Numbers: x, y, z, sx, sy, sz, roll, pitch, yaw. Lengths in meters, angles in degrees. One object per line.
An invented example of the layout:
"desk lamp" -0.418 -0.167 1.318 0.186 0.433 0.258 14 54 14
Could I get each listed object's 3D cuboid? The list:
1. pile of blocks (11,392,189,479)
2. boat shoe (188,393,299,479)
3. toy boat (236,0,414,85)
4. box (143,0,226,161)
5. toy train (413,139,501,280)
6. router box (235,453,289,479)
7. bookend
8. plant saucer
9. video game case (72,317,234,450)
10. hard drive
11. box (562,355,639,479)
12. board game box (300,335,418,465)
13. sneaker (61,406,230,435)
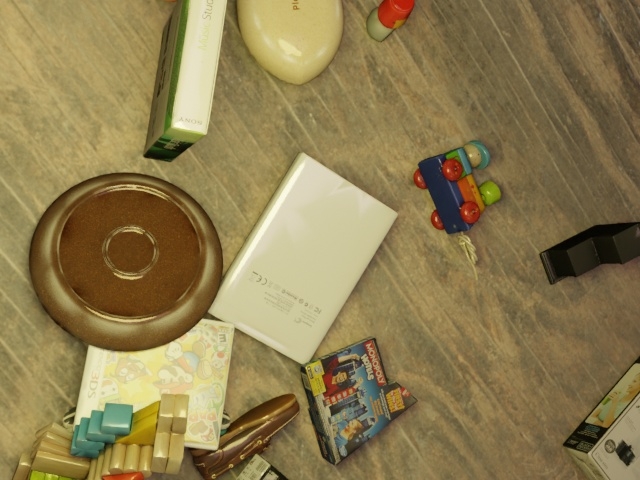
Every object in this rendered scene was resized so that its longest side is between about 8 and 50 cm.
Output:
"pile of blocks" -0.341 0.341 1.244 0.362 0.113 0.149 -34 125 23
"boat shoe" -0.124 0.341 1.455 0.207 0.073 0.073 -27 99 -12
"toy boat" 0.006 -0.404 1.501 0.318 0.148 0.268 -2 84 -13
"box" -0.214 -0.256 1.303 0.058 0.322 0.232 9 86 -17
"toy train" 0.294 -0.064 1.616 0.143 0.105 0.248 -29 99 -33
"router box" -0.120 0.474 1.436 0.179 0.046 0.133 -50 131 -15
"bookend" 0.553 0.026 1.673 0.156 0.157 0.072 -24 96 -20
"plant saucer" -0.307 0.023 1.353 0.310 0.050 0.311 6 68 -15
"video game case" -0.262 0.217 1.339 0.227 0.026 0.206 11 72 -13
"hard drive" -0.031 0.035 1.480 0.210 0.040 0.319 31 90 -17
"box" 0.660 0.389 1.739 0.290 0.087 0.169 -43 103 -16
"board game box" 0.072 0.278 1.529 0.194 0.060 0.194 -20 101 -22
"sneaker" -0.288 0.317 1.392 0.275 0.107 0.110 -2 109 -16
